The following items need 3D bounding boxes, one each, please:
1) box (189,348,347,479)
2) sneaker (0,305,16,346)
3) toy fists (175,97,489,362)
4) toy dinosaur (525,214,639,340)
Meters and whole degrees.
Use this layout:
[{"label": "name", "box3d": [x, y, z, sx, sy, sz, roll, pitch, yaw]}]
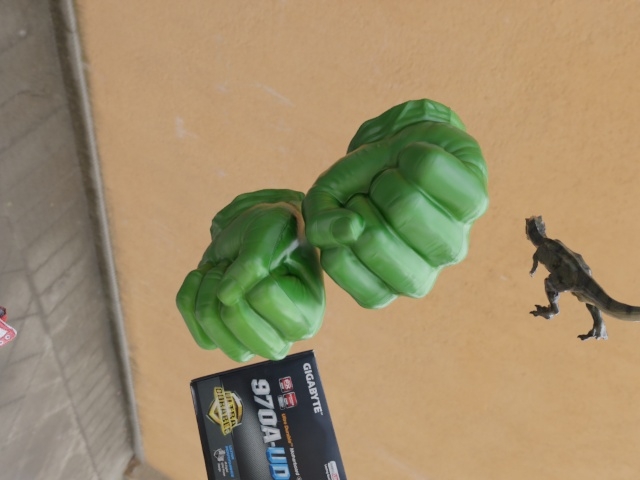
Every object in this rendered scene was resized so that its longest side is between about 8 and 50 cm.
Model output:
[{"label": "box", "box3d": [-0.066, 0.274, 0.872, 0.051, 0.175, 0.220, 95, -19, -69]}, {"label": "sneaker", "box3d": [-0.264, 0.092, 0.503, 0.067, 0.042, 0.118, -29, 139, -34]}, {"label": "toy fists", "box3d": [0.000, 0.000, 0.511, 0.279, 0.096, 0.142, -27, -138, 26]}, {"label": "toy dinosaur", "box3d": [0.329, 0.065, 0.849, 0.268, 0.064, 0.118, -126, -153, -55]}]
